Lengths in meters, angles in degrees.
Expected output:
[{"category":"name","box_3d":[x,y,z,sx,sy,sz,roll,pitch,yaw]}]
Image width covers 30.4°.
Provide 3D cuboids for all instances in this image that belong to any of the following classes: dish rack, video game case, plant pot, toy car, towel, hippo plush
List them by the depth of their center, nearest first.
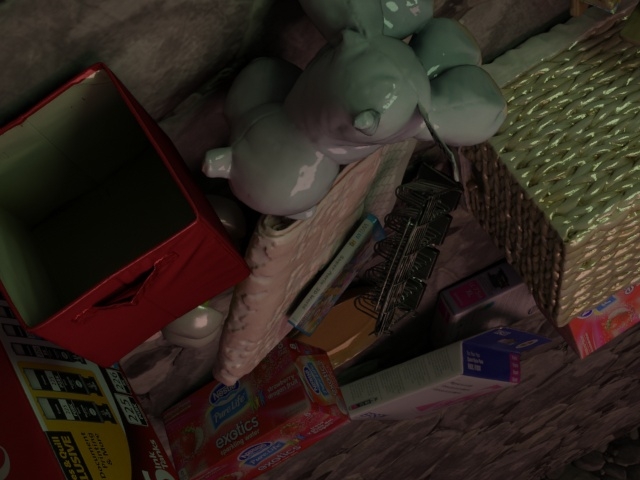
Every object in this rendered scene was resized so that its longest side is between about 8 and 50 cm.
[{"category":"hippo plush","box_3d":[0.028,-0.112,1.158,0.234,0.294,0.236,22,132,-35]},{"category":"toy car","box_3d":[-0.165,0.030,1.334,0.136,0.159,0.182,14,166,-4]},{"category":"towel","box_3d":[0.000,0.000,1.430,0.317,0.053,0.332,-43,163,-35]},{"category":"video game case","box_3d":[0.023,0.046,1.478,0.166,0.015,0.119,-53,167,-3]},{"category":"dish rack","box_3d":[0.107,0.012,1.490,0.271,0.074,0.208,-23,132,-73]},{"category":"plant pot","box_3d":[0.018,0.143,1.856,0.236,0.032,0.236,-27,155,-14]}]

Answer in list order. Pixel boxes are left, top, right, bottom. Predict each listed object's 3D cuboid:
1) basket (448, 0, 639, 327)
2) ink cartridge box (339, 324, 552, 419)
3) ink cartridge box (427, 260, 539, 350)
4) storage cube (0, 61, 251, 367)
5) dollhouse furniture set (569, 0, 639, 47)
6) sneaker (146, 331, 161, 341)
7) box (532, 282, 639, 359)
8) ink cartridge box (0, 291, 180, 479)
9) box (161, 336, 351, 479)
[{"category":"basket","box_3d":[0.368,-0.106,1.547,0.331,0.266,0.328,-29,155,-4]},{"category":"ink cartridge box","box_3d":[0.239,0.252,2.146,0.330,0.072,0.324,-23,162,23]},{"category":"ink cartridge box","box_3d":[0.346,0.092,2.108,0.311,0.065,0.186,-22,154,-15]},{"category":"storage cube","box_3d":[-0.205,-0.014,1.117,0.183,0.215,0.193,-34,161,0]},{"category":"dollhouse furniture set","box_3d":[0.431,-0.299,1.345,0.242,0.212,0.161,-56,157,-15]},{"category":"sneaker","box_3d":[-0.213,0.086,1.469,0.134,0.051,0.070,-41,155,24]},{"category":"box","box_3d":[0.421,0.040,1.924,0.154,0.142,0.300,-33,139,-2]},{"category":"ink cartridge box","box_3d":[-0.311,0.190,1.234,0.130,0.309,0.272,-40,154,14]},{"category":"box","box_3d":[-0.100,0.268,1.778,0.256,0.128,0.122,-33,148,21]}]
